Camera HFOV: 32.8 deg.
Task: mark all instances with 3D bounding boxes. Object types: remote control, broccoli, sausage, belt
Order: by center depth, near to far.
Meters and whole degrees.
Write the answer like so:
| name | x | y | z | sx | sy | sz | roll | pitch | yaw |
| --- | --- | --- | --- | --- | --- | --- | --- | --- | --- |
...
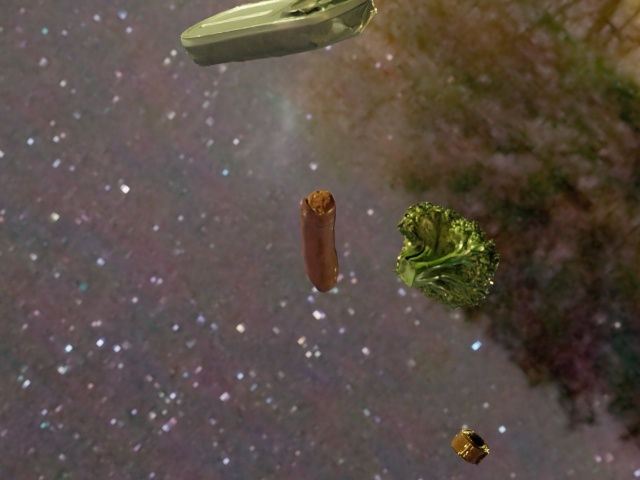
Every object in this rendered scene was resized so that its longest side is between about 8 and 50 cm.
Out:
| name | x | y | z | sx | sy | sz | roll | pitch | yaw |
| --- | --- | --- | --- | --- | --- | --- | --- | --- | --- |
| remote control | -0.048 | -0.228 | 1.154 | 0.104 | 0.247 | 0.052 | -41 | -61 | -40 |
| sausage | 0.000 | 0.000 | 1.199 | 0.043 | 0.043 | 0.186 | 57 | 166 | 26 |
| belt | 0.249 | 0.340 | 1.795 | 0.059 | 0.036 | 0.083 | 44 | -169 | 22 |
| broccoli | 0.206 | 0.034 | 1.938 | 0.194 | 0.194 | 0.219 | -8 | -113 | -61 |
